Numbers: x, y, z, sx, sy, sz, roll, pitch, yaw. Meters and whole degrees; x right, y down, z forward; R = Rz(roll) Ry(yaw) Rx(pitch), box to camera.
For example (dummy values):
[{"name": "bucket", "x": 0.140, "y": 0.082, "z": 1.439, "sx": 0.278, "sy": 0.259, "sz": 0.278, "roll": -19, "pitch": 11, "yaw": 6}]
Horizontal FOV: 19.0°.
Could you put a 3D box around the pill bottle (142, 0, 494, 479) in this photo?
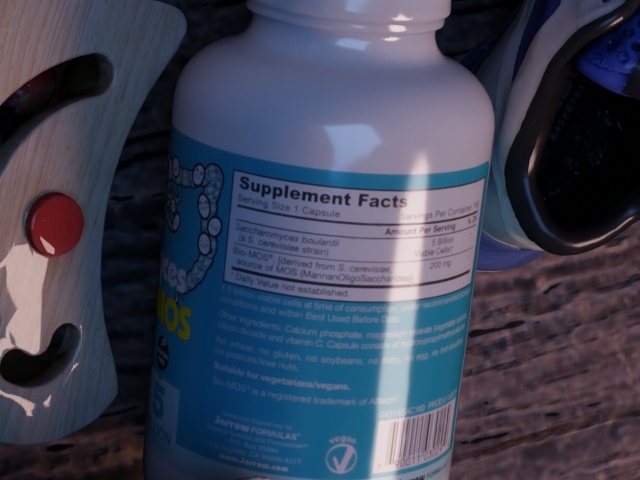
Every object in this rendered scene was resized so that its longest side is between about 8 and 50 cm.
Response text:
[{"name": "pill bottle", "x": 0.000, "y": 0.000, "z": 0.873, "sx": 0.146, "sy": 0.146, "sz": 0.264, "roll": 2, "pitch": 105, "yaw": -16}]

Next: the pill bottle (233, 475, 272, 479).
[{"name": "pill bottle", "x": -0.144, "y": 0.198, "z": 0.808, "sx": 0.302, "sy": 0.169, "sz": 0.169, "roll": -18, "pitch": 102, "yaw": 16}]

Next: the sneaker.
[{"name": "sneaker", "x": 0.164, "y": -0.116, "z": 0.906, "sx": 0.127, "sy": 0.182, "sz": 0.315, "roll": 27, "pitch": 89, "yaw": -18}]

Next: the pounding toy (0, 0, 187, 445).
[{"name": "pounding toy", "x": -0.130, "y": 0.010, "z": 0.837, "sx": 0.154, "sy": 0.155, "sz": 0.269, "roll": 33, "pitch": 78, "yaw": -40}]
